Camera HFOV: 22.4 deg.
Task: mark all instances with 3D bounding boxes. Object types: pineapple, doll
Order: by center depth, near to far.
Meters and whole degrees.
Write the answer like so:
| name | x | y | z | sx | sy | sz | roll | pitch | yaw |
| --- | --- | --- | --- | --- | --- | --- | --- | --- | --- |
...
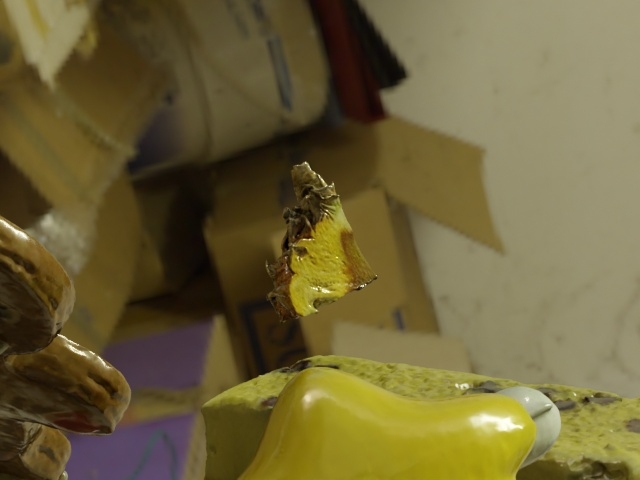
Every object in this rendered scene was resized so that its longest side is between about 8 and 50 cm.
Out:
| name | x | y | z | sx | sy | sz | roll | pitch | yaw |
| --- | --- | --- | --- | --- | --- | --- | --- | --- | --- |
| doll | -0.001 | 0.076 | 0.439 | 0.072 | 0.135 | 0.113 | 65 | 14 | 9 |
| pineapple | 0.000 | 0.000 | 1.172 | 0.114 | 0.077 | 0.114 | -53 | 142 | -64 |

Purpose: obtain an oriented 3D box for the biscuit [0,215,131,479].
| name | x | y | z | sx | sy | sz | roll | pitch | yaw |
| --- | --- | --- | --- | --- | --- | --- | --- | --- | --- |
| biscuit | -0.271 | 0.075 | 1.104 | 0.064 | 0.283 | 0.432 | -67 | -170 | -25 |

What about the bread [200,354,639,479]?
| name | x | y | z | sx | sy | sz | roll | pitch | yaw |
| --- | --- | --- | --- | --- | --- | --- | --- | --- | --- |
| bread | 0.094 | 0.128 | 0.967 | 0.138 | 0.361 | 0.077 | -16 | 103 | -45 |
